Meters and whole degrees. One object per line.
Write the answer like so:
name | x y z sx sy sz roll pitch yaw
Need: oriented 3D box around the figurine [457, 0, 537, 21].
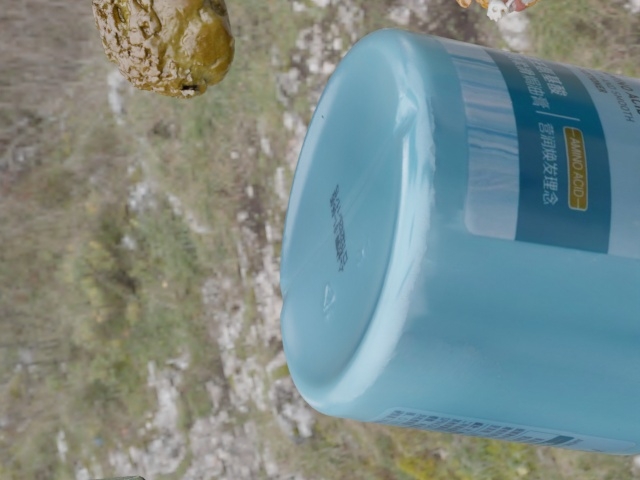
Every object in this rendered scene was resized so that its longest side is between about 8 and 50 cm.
figurine | 0.082 -0.136 0.534 0.047 0.109 0.064 -1 93 18

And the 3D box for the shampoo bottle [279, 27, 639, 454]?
shampoo bottle | 0.169 0.008 0.959 0.331 0.343 0.331 -171 90 -73

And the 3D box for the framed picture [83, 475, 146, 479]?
framed picture | -0.227 0.134 0.420 0.293 0.231 0.018 -19 85 53

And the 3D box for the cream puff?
cream puff | -0.136 -0.186 0.924 0.126 0.103 0.143 27 136 57
